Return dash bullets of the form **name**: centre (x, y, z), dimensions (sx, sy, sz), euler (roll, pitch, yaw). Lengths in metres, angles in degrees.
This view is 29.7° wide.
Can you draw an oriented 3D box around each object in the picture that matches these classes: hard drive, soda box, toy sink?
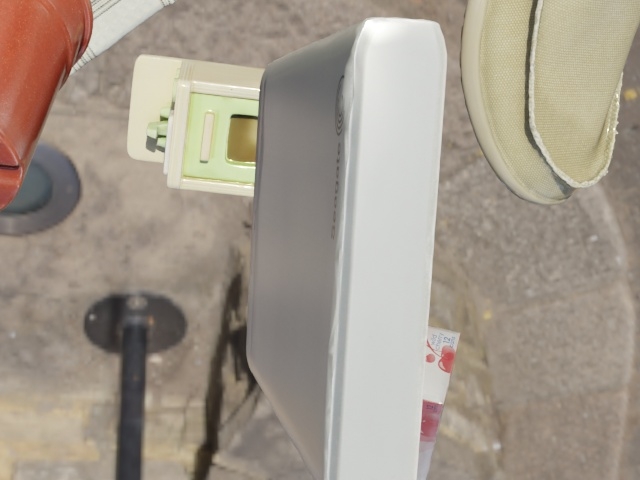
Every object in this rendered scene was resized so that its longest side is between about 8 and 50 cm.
- **hard drive**: centre (0.000, 0.000, 0.726), dimensions (0.047, 0.353, 0.233), euler (3, 94, -11)
- **soda box**: centre (0.084, 0.193, 1.268), dimensions (0.083, 0.092, 0.263), euler (13, 142, 7)
- **toy sink**: centre (-0.144, -0.152, 1.620), dimensions (0.234, 0.131, 0.153), euler (7, 110, -6)

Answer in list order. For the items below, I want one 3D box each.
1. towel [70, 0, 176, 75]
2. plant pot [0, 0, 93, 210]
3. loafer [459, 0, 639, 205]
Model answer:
- **towel**: centre (-0.424, -0.402, 1.790), dimensions (0.324, 0.056, 0.312), euler (-31, 110, 11)
- **plant pot**: centre (-0.410, -0.179, 1.351), dimensions (0.272, 0.265, 0.272), euler (1, 140, 1)
- **loafer**: centre (0.142, -0.148, 0.656), dimensions (0.102, 0.092, 0.268), euler (-12, 107, -41)
